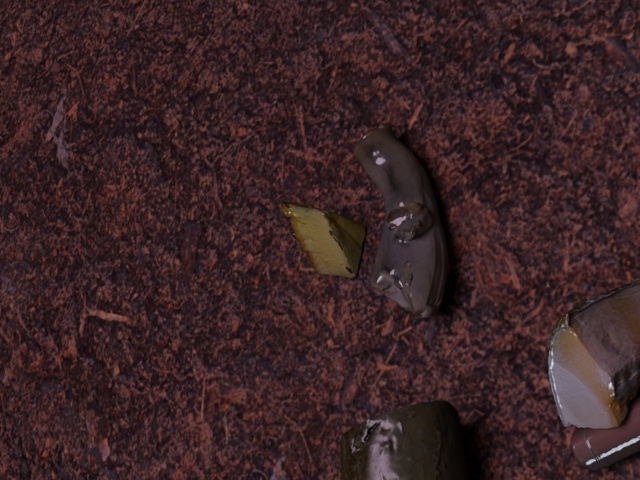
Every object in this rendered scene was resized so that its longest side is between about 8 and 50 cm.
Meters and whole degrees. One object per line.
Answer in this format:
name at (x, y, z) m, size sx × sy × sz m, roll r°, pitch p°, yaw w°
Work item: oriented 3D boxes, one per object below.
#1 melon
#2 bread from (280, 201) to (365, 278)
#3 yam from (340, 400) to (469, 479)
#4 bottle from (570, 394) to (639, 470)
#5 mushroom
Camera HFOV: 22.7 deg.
melon at (0.305, 0.109, 1.699) m, size 0.202 × 0.139 × 0.093 m, roll -56°, pitch 36°, yaw 2°
bread at (0.000, 0.000, 2.068) m, size 0.084 × 0.109 × 0.080 m, roll 10°, pitch 84°, yaw 41°
yam at (0.106, 0.329, 1.838) m, size 0.161 × 0.161 × 0.268 m, roll -22°, pitch 65°, yaw 40°
bottle at (0.336, 0.201, 1.718) m, size 0.140 × 0.053 × 0.053 m, roll -33°, pitch 58°, yaw 34°
mushroom at (0.103, -0.025, 1.986) m, size 0.096 × 0.099 × 0.278 m, roll -22°, pitch 60°, yaw 25°
